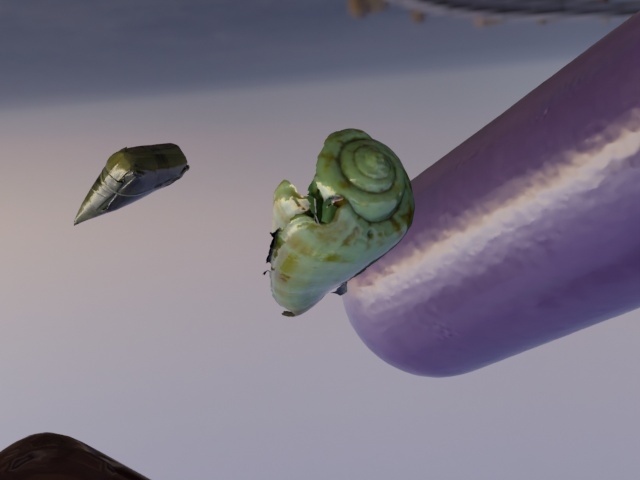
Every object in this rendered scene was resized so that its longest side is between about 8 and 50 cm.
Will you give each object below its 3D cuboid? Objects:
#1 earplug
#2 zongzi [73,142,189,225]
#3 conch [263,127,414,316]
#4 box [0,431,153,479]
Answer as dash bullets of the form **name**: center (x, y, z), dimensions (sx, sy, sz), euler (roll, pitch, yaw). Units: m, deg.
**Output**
- **earplug**: center (0.189, -0.021, 1.264), dimensions (0.215, 0.215, 0.456), euler (-10, 165, -44)
- **zongzi**: center (-0.207, -0.058, 1.695), dimensions (0.104, 0.052, 0.113), euler (-8, 146, -53)
- **conch**: center (0.000, 0.000, 1.005), dimensions (0.105, 0.079, 0.170), euler (-19, 152, -34)
- **box**: center (-0.037, 0.197, 0.422), dimensions (0.294, 0.168, 0.193), euler (27, -147, 19)
